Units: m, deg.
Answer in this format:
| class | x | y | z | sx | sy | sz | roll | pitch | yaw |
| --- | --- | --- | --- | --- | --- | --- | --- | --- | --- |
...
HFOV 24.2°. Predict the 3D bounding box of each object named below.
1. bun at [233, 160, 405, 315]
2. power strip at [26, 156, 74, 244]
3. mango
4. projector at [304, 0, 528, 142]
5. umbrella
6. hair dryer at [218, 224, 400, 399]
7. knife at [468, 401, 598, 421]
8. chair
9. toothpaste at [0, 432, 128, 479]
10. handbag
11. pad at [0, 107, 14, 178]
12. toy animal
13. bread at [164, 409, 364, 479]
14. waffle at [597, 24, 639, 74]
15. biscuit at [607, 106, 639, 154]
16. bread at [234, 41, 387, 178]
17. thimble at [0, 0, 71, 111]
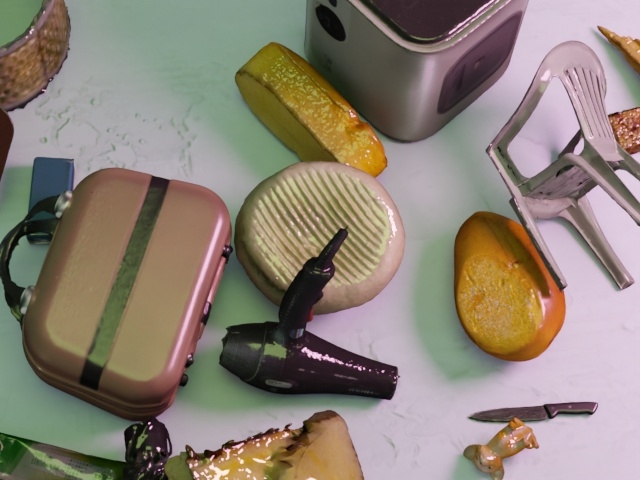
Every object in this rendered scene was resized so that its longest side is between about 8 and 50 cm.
| class | x | y | z | sx | sy | sz | roll | pitch | yaw |
| --- | --- | --- | --- | --- | --- | --- | --- | --- | --- |
| bun | 0.000 | 0.000 | 1.952 | 0.222 | 0.127 | 0.222 | -1 | 79 | 6 |
| power strip | -0.361 | -0.054 | 2.000 | 0.056 | 0.032 | 0.123 | 2 | 67 | -2 |
| mango | 0.241 | 0.058 | 1.955 | 0.141 | 0.102 | 0.217 | -26 | 66 | 12 |
| projector | 0.130 | -0.319 | 2.028 | 0.248 | 0.249 | 0.248 | -40 | 73 | -18 |
| umbrella | -0.209 | 0.374 | 1.763 | 0.128 | 0.154 | 0.336 | -30 | 66 | 29 |
| hair dryer | 0.009 | 0.095 | 1.842 | 0.235 | 0.271 | 0.091 | 13 | 42 | -7 |
| knife | 0.276 | 0.223 | 1.932 | 0.170 | 0.010 | 0.023 | -3 | 61 | -3 |
| chair | 0.347 | -0.096 | 1.952 | 0.203 | 0.190 | 0.274 | -2 | 54 | -52 |
| toothpaste | -0.346 | 0.281 | 1.852 | 0.248 | 0.047 | 0.078 | 15 | 65 | 1 |
| handbag | -0.274 | 0.053 | 1.887 | 0.283 | 0.149 | 0.302 | 18 | 68 | -1 |
| pad | -0.535 | -0.144 | 1.973 | 0.267 | 0.181 | 0.004 | 26 | 26 | 8 |
| toy animal | 0.229 | 0.265 | 1.895 | 0.083 | 0.081 | 0.060 | -43 | 81 | 18 |
| bread | -0.062 | 0.333 | 1.785 | 0.262 | 0.162 | 0.204 | -6 | 60 | -37 |
| waffle | 0.499 | -0.267 | 2.127 | 0.125 | 0.032 | 0.191 | -24 | 54 | -13 |
| biscuit | 0.494 | -0.171 | 2.101 | 0.199 | 0.034 | 0.064 | -18 | 68 | -10 |
| bread | -0.010 | -0.170 | 2.036 | 0.094 | 0.102 | 0.245 | -40 | 73 | -16 |
| thimble | -0.483 | -0.316 | 2.042 | 0.271 | 0.150 | 0.271 | 1 | 66 | -3 |
